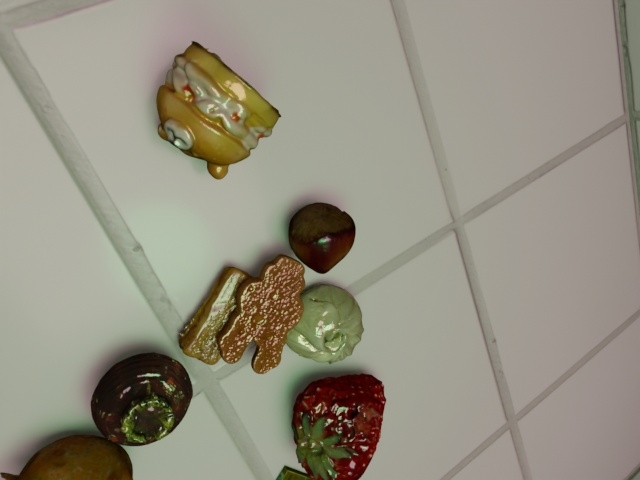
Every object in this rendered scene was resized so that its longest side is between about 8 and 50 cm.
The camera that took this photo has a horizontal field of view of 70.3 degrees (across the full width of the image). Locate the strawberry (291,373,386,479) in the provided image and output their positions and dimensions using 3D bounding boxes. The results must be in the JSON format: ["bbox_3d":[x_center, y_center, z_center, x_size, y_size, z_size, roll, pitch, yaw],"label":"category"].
[{"bbox_3d":[0.074,0.555,1.439,0.345,0.295,0.318,-28,97,-54],"label":"strawberry"}]

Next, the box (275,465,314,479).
[{"bbox_3d":[-0.076,0.845,1.533,0.193,0.030,0.121,36,84,-29],"label":"box"}]

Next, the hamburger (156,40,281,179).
[{"bbox_3d":[-0.258,-0.293,1.066,0.276,0.276,0.237,36,96,-28],"label":"hamburger"}]

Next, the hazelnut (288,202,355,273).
[{"bbox_3d":[0.000,0.000,1.298,0.208,0.208,0.208,-6,104,-26],"label":"hazelnut"}]

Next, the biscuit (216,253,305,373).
[{"bbox_3d":[-0.148,0.199,1.255,0.202,0.047,0.334,25,89,-28],"label":"biscuit"}]

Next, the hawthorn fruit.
[{"bbox_3d":[-0.615,0.599,1.084,0.298,0.277,0.277,25,90,-6],"label":"hawthorn fruit"}]

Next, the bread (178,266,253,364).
[{"bbox_3d":[-0.279,0.204,1.260,0.139,0.077,0.271,33,85,-28],"label":"bread"}]

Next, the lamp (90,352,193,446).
[{"bbox_3d":[-0.442,0.400,1.140,0.247,0.247,0.247,-6,104,-26],"label":"lamp"}]

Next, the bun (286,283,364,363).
[{"bbox_3d":[0.020,0.258,1.378,0.259,0.160,0.259,-4,100,-26],"label":"bun"}]
